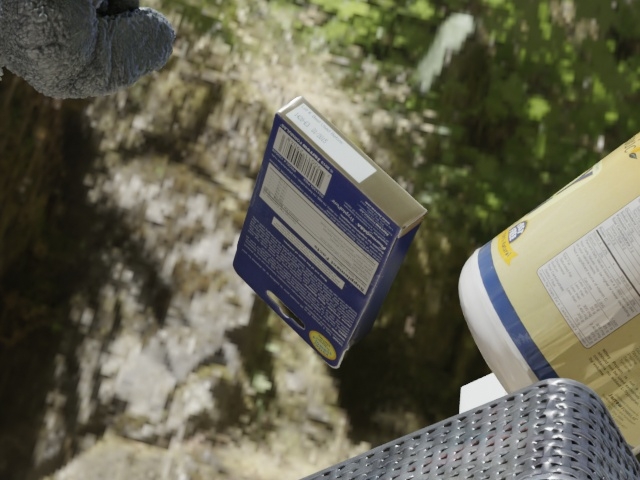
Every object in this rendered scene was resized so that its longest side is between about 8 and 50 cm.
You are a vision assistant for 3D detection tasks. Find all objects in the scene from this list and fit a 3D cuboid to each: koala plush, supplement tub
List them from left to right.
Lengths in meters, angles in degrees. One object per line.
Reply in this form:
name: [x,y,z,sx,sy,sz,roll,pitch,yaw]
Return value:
koala plush: [-0.284,-0.213,1.400,0.221,0.203,0.196,1,-61,24]
supplement tub: [0.302,0.025,1.299,0.316,0.228,0.228,-37,-53,18]

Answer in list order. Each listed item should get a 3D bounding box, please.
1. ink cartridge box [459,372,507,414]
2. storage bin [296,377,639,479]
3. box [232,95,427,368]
ink cartridge box: [0.230,0.259,1.655,0.087,0.153,0.208,-23,-69,18]
storage bin: [0.066,0.157,0.702,0.180,0.084,0.122,-25,-71,22]
box: [0.000,0.000,1.232,0.136,0.036,0.225,44,-33,15]
